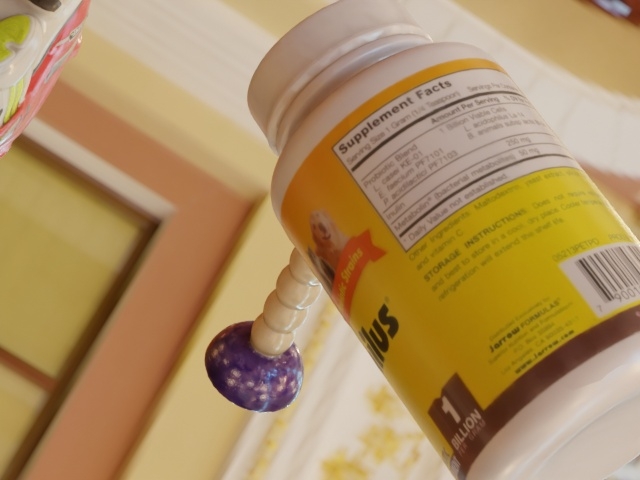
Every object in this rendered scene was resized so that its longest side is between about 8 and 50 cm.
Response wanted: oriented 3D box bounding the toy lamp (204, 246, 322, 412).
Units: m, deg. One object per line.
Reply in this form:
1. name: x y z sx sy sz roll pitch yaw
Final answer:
1. toy lamp: 0.000 0.000 1.179 0.275 0.080 0.080 -60 -174 41

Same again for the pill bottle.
1. pill bottle: 0.058 0.000 0.786 0.117 0.215 0.117 -28 154 -15

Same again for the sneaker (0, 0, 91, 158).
1. sneaker: -0.197 -0.054 0.957 0.279 0.107 0.118 -52 163 -33
